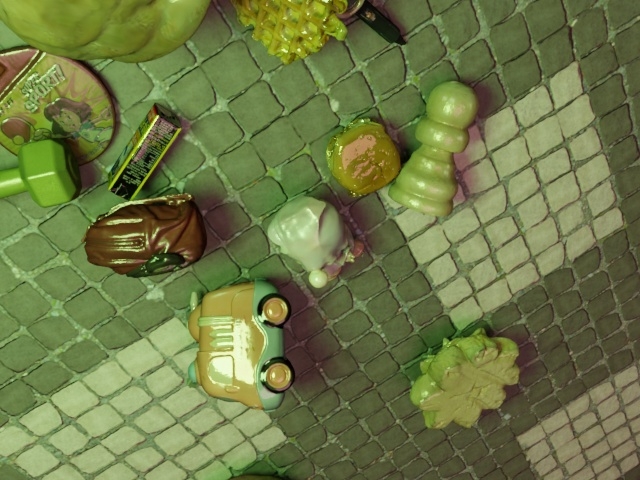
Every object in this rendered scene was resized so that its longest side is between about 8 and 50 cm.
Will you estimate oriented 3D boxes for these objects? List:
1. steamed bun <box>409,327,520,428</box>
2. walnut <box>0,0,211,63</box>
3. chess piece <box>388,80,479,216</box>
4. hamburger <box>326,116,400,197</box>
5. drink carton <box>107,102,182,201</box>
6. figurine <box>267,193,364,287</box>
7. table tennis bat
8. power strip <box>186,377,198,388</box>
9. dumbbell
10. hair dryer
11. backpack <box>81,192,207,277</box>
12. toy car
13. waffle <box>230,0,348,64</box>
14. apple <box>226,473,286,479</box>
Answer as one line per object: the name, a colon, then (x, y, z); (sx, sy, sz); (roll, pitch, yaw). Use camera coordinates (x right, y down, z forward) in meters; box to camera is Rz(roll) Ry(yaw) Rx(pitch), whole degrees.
steamed bun: (0.345, 0.338, 1.652); (0.292, 0.137, 0.295); (-21, 131, -12)
walnut: (-0.286, -0.409, 0.864); (0.382, 0.381, 0.381); (-9, 121, -15)
chess piece: (0.234, -0.189, 1.320); (0.143, 0.143, 0.260); (8, 109, -23)
hamburger: (0.083, -0.162, 1.301); (0.138, 0.083, 0.147); (-29, 121, 4)
drink carton: (-0.313, -0.155, 1.173); (0.056, 0.071, 0.165); (30, 107, -28)
figurine: (0.000, 0.000, 1.309); (0.133, 0.200, 0.276); (-24, 154, 14)
table tennis bat: (-0.482, -0.242, 1.087); (0.200, 0.038, 0.310); (-43, 126, 10)
power strip: (-0.272, 0.300, 1.480); (0.027, 0.017, 0.083); (26, 106, -28)
dumbbell: (-0.553, -0.086, 1.085); (0.302, 0.121, 0.108); (-14, 102, -5)
hair dryer: (0.070, -0.409, 1.163); (0.070, 0.128, 0.255); (-45, 145, 18)
backpack: (-0.314, -0.005, 1.183); (0.230, 0.229, 0.138); (-7, 92, -16)
toy car: (-0.163, 0.213, 1.342); (0.213, 0.180, 0.270); (-3, 83, -5)
waffle: (-0.061, -0.401, 1.049); (0.058, 0.243, 0.237); (-50, 124, -34)
apple: (-0.172, 0.710, 1.622); (0.306, 0.235, 0.305); (-7, 118, -13)
